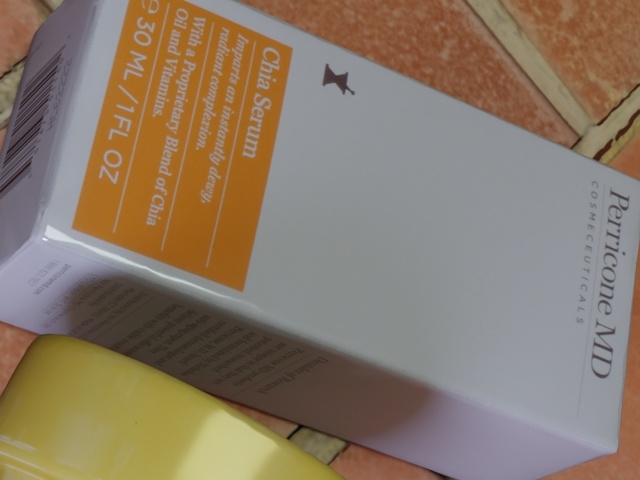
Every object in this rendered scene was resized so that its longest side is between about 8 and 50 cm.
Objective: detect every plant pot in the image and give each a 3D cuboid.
[{"bbox_3d":[-0.122,0.220,1.108,0.254,0.254,0.239,33,73,-16],"label":"plant pot"}]

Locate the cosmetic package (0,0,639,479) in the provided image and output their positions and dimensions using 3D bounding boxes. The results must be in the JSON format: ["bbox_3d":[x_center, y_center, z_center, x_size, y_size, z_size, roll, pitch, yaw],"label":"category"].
[{"bbox_3d":[0.000,0.000,1.297,0.453,0.161,0.230,21,63,-23],"label":"cosmetic package"}]
